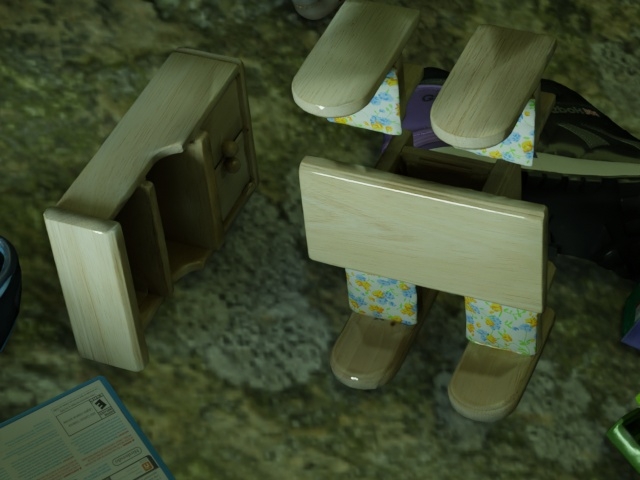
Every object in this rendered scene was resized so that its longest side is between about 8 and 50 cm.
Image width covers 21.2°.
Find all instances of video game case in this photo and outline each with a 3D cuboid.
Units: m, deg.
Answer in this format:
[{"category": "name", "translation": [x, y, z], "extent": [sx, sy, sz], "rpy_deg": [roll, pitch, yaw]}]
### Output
[{"category": "video game case", "translation": [-0.118, 0.161, 0.889], "extent": [0.119, 0.015, 0.166], "rpy_deg": [-25, 69, -34]}]

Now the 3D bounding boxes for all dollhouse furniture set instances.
[{"category": "dollhouse furniture set", "translation": [0.000, 0.000, 0.932], "extent": [0.242, 0.212, 0.161], "rpy_deg": [13, 47, 20]}, {"category": "dollhouse furniture set", "translation": [0.239, 0.085, 1.001], "extent": [0.058, 0.151, 0.076], "rpy_deg": [48, 26, 16]}]

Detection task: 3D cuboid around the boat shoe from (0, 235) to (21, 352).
[{"category": "boat shoe", "translation": [-0.259, 0.066, 0.848], "extent": [0.109, 0.089, 0.258], "rpy_deg": [40, 52, 7]}]

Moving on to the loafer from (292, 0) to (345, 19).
[{"category": "loafer", "translation": [0.051, -0.244, 1.210], "extent": [0.096, 0.084, 0.267], "rpy_deg": [11, 37, 40]}]

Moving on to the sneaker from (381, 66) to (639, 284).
[{"category": "sneaker", "translation": [0.178, -0.055, 1.108], "extent": [0.283, 0.107, 0.124], "rpy_deg": [11, 48, -16]}]

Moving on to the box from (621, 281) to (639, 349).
[{"category": "box", "translation": [0.292, 0.057, 1.073], "extent": [0.179, 0.105, 0.043], "rpy_deg": [22, 46, -7]}]
